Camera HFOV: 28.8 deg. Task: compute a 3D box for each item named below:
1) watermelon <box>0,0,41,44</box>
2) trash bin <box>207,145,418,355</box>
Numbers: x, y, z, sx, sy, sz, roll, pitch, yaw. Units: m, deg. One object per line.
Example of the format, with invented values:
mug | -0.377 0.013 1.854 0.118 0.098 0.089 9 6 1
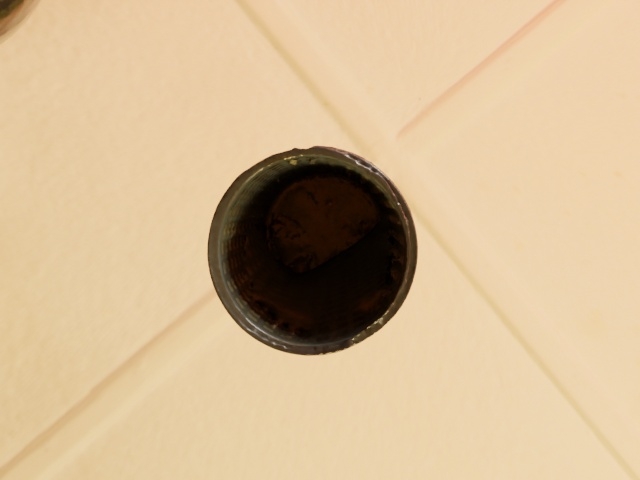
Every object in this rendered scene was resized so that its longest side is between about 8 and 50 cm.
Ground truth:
watermelon | -0.297 -0.228 0.915 0.212 0.212 0.212 1 -84 4
trash bin | 0.000 0.000 1.096 0.175 0.161 0.176 1 -83 5
